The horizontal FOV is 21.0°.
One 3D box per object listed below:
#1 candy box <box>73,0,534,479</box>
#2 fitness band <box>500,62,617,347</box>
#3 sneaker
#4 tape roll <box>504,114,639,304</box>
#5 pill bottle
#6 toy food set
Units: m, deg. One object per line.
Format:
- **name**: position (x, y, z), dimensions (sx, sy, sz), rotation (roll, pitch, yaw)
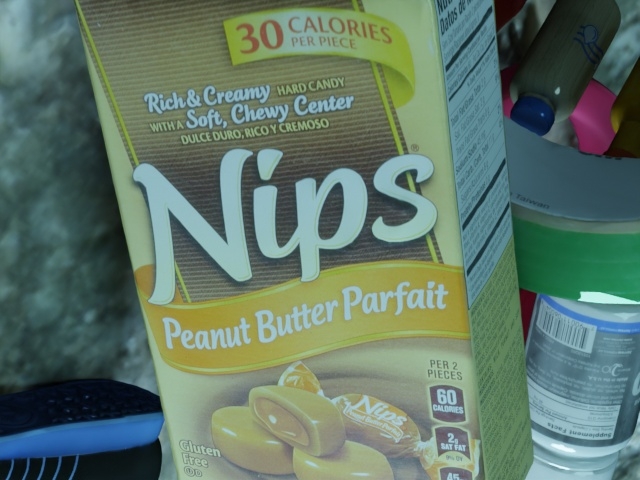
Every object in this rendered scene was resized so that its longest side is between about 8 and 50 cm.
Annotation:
- **candy box**: position (0.000, 0.000, 0.871), dimensions (0.087, 0.183, 0.316), rotation (-55, 143, -51)
- **fitness band**: position (0.082, 0.022, 1.052), dimensions (0.291, 0.054, 0.209), rotation (-54, 135, 1)
- **sneaker**: position (-0.181, 0.129, 0.891), dimensions (0.232, 0.081, 0.090), rotation (0, 107, -38)
- **tape roll**: position (0.135, -0.124, 0.838), dimensions (0.077, 0.321, 0.321), rotation (-52, 146, -54)
- **pill bottle**: position (0.161, 0.083, 1.059), dimensions (0.078, 0.078, 0.137), rotation (-9, 121, -33)
- **toy food set**: position (0.116, -0.140, 0.924), dimensions (0.232, 0.111, 0.104), rotation (56, 51, -35)
